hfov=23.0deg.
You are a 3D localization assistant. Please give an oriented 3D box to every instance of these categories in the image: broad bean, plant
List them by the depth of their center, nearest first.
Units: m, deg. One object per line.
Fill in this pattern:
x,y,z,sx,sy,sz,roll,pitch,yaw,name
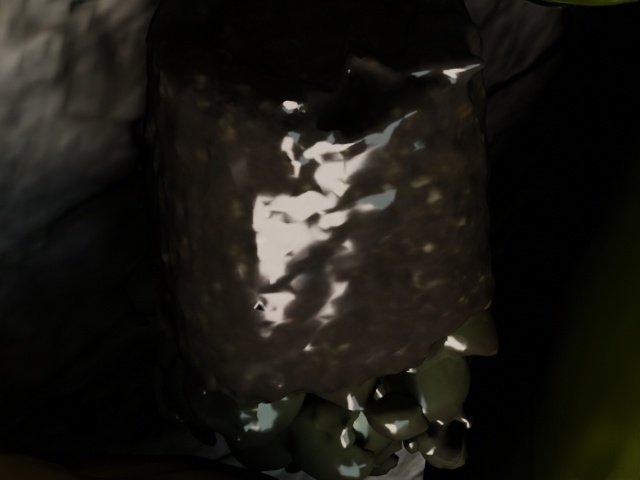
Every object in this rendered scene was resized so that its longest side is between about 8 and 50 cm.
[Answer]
0.000,0.000,0.371,0.092,0.094,0.143,-17,142,-14,plant
0.101,0.045,0.418,0.291,0.119,0.238,-119,-137,-86,broad bean

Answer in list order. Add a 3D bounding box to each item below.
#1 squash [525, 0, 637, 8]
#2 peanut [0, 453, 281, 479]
0.159,-0.154,0.337,0.331,0.087,0.087,-37,152,-3,squash
-0.051,0.172,0.462,0.170,0.192,0.387,-9,149,-3,peanut
